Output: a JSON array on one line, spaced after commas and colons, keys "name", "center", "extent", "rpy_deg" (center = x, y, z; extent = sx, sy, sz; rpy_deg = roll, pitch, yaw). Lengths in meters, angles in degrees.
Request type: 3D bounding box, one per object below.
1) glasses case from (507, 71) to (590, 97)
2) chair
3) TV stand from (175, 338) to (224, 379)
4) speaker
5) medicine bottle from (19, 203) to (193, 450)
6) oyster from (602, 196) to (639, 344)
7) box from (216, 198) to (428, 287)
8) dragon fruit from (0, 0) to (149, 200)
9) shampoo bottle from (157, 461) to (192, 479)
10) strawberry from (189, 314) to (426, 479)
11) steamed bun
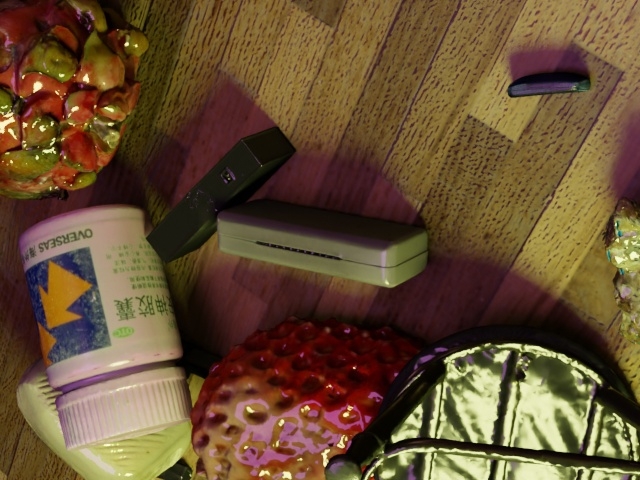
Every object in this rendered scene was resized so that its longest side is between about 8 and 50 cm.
[{"name": "glasses case", "center": [0.232, -0.160, 1.090], "extent": [0.083, 0.033, 0.023], "rpy_deg": [-1, 96, 33]}, {"name": "chair", "center": [0.186, 0.287, 1.007], "extent": [0.362, 0.410, 0.365], "rpy_deg": [5, 108, 4]}, {"name": "TV stand", "center": [-0.102, 0.204, 1.433], "extent": [0.256, 0.040, 0.049], "rpy_deg": [21, 117, 22]}, {"name": "speaker", "center": [-0.125, -0.055, 1.331], "extent": [0.218, 0.082, 0.044], "rpy_deg": [-41, 83, 35]}, {"name": "medicine bottle", "center": [-0.277, 0.113, 1.386], "extent": [0.178, 0.178, 0.291], "rpy_deg": [-23, 76, 36]}, {"name": "oyster", "center": [0.386, 0.049, 1.036], "extent": [0.198, 0.092, 0.260], "rpy_deg": [-38, 88, 40]}, {"name": "box", "center": [0.000, 0.000, 1.254], "extent": [0.243, 0.103, 0.055], "rpy_deg": [10, 108, 30]}, {"name": "dragon fruit", "center": [-0.338, -0.207, 1.320], "extent": [0.263, 0.314, 0.296], "rpy_deg": [-8, 79, 19]}, {"name": "shampoo bottle", "center": [-0.252, 0.331, 1.586], "extent": [0.137, 0.027, 0.048], "rpy_deg": [14, 110, 28]}, {"name": "strawberry", "center": [-0.007, 0.220, 1.281], "extent": [0.336, 0.149, 0.265], "rpy_deg": [-20, 86, 25]}, {"name": "steamed bun", "center": [-0.313, 0.258, 1.521], "extent": [0.238, 0.170, 0.152], "rpy_deg": [40, 141, 12]}]
